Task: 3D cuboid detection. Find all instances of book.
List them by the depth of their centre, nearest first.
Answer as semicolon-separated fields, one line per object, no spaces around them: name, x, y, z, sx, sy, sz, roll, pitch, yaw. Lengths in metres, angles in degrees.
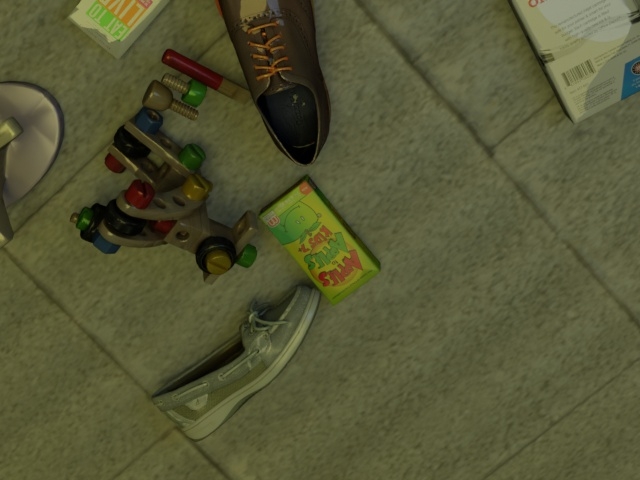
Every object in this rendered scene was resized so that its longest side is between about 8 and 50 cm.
book;-0.282;-0.346;1.638;0.096;0.035;0.144;40;103;-12

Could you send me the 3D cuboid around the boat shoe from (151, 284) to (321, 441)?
boat shoe;-0.126;0.177;1.739;0.103;0.118;0.320;41;111;-13

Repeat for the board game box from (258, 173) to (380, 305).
board game box;0.000;0.000;1.716;0.092;0.043;0.181;-37;101;12

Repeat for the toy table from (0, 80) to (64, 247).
toy table;-0.515;-0.116;1.650;0.252;0.161;0.274;43;105;-9

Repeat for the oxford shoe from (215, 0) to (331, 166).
oxford shoe;-0.059;-0.270;1.548;0.130;0.132;0.363;-18;121;7

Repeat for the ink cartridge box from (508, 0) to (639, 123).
ink cartridge box;0.372;-0.290;1.589;0.148;0.086;0.203;-27;102;10

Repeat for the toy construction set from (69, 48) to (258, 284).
toy construction set;-0.181;-0.086;1.635;0.237;0.257;0.308;25;96;-22
